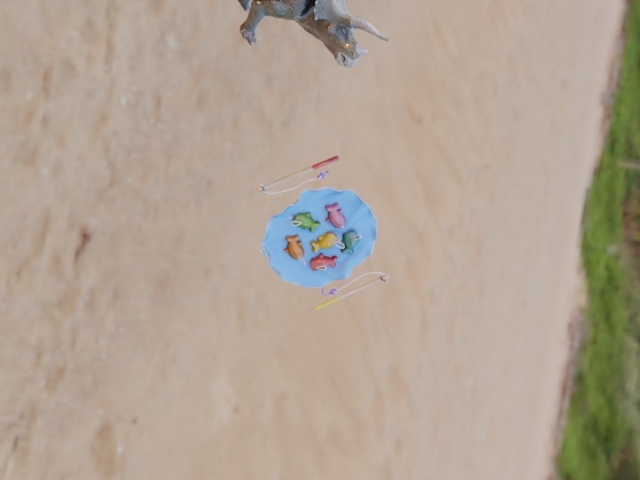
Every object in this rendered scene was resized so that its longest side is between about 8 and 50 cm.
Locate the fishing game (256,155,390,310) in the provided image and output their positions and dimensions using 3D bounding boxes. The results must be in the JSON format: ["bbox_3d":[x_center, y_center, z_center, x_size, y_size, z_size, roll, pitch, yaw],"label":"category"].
[{"bbox_3d":[0.000,0.000,2.204,0.041,0.189,0.264,-113,-177,-55],"label":"fishing game"}]

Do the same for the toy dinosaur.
[{"bbox_3d":[-0.059,-0.345,1.737,0.313,0.160,0.121,53,21,-30],"label":"toy dinosaur"}]
